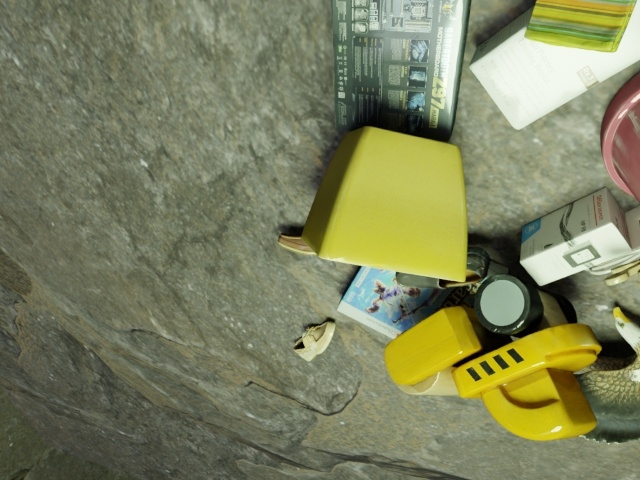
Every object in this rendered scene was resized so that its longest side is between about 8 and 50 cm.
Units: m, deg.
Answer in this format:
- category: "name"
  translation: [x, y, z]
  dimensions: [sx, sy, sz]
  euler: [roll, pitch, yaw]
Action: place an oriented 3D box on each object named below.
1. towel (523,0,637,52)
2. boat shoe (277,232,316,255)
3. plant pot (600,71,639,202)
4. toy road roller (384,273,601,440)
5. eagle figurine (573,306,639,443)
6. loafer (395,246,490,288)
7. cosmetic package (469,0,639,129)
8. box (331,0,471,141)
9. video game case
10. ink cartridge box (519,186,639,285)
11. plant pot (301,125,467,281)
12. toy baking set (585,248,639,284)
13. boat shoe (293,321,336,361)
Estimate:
- category: "towel"
  translation: [0.301, -0.327, 0.512]
  dimensions: [0.102, 0.021, 0.238]
  euler: [26, 113, 33]
- category: "boat shoe"
  translation: [0.000, 0.000, 0.987]
  dimensions: [0.177, 0.064, 0.060]
  euler: [9, 100, 16]
- category: "plant pot"
  translation: [0.463, -0.104, 0.601]
  dimensions: [0.201, 0.180, 0.202]
  euler: [13, 132, 15]
- category: "toy road roller"
  translation: [0.293, 0.224, 0.814]
  dimensions: [0.202, 0.241, 0.329]
  euler: [19, 135, -41]
- category: "eagle figurine"
  translation: [0.549, 0.225, 0.838]
  dimensions: [0.226, 0.225, 0.298]
  euler: [28, 126, -28]
- category: "loafer"
  translation: [0.207, 0.057, 0.852]
  dimensions: [0.169, 0.061, 0.062]
  euler: [-17, 115, 29]
- category: "cosmetic package"
  translation: [0.319, -0.255, 0.606]
  dimensions: [0.117, 0.086, 0.231]
  euler: [45, 132, -15]
- category: "box"
  translation: [0.112, -0.266, 0.705]
  dimensions: [0.183, 0.059, 0.233]
  euler: [10, 131, 18]
- category: "video game case"
  translation: [0.191, 0.102, 0.979]
  dimensions: [0.244, 0.061, 0.270]
  euler: [26, 133, 1]
- category: "ink cartridge box"
  translation: [0.407, -0.012, 0.756]
  dimensions: [0.060, 0.104, 0.180]
  euler: [46, 131, -13]
- category: "plant pot"
  translation: [0.101, -0.063, 0.746]
  dimensions: [0.212, 0.212, 0.188]
  euler: [10, 97, -11]
- category: "toy baking set"
  translation: [0.485, 0.005, 0.694]
  dimensions: [0.196, 0.256, 0.030]
  euler: [-26, 84, 17]
- category: "boat shoe"
  translation: [-0.019, 0.242, 1.189]
  dimensions: [0.059, 0.063, 0.170]
  euler: [28, 135, -8]
